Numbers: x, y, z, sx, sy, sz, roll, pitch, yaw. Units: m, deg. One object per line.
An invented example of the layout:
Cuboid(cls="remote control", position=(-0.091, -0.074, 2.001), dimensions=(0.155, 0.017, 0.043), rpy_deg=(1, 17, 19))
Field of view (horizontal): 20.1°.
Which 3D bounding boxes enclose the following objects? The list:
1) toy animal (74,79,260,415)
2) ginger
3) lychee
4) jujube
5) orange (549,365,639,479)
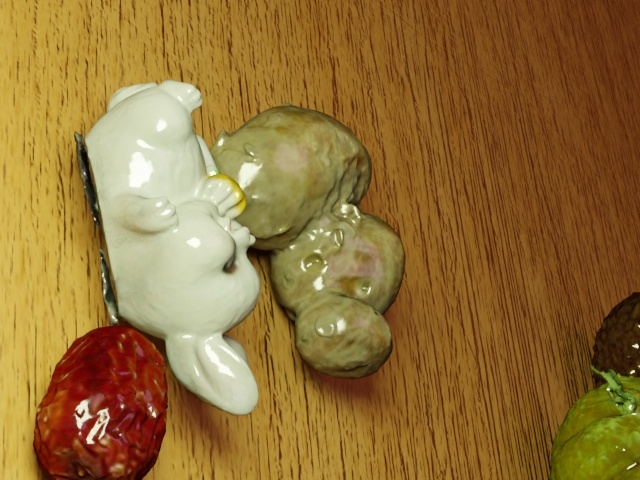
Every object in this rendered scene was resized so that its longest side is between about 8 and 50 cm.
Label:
Cuboid(cls="toy animal", position=(-0.141, 0.008, 1.739), dimensions=(0.208, 0.154, 0.325), rpy_deg=(-144, -138, -83))
Cuboid(cls="ginger", position=(0.000, 0.000, 1.964), dimensions=(0.304, 0.155, 0.244), rpy_deg=(61, 28, 0))
Cuboid(cls="lychee", position=(0.503, 0.191, 2.491), dimensions=(0.267, 0.267, 0.267), rpy_deg=(37, 37, -36))
Cuboid(cls="jujube", position=(-0.189, 0.148, 1.596), dimensions=(0.176, 0.109, 0.112), rpy_deg=(-76, 164, -54))
Cuboid(cls="orange", position=(0.423, 0.312, 2.271), dimensions=(0.301, 0.223, 0.300), rpy_deg=(3, 48, -42))
